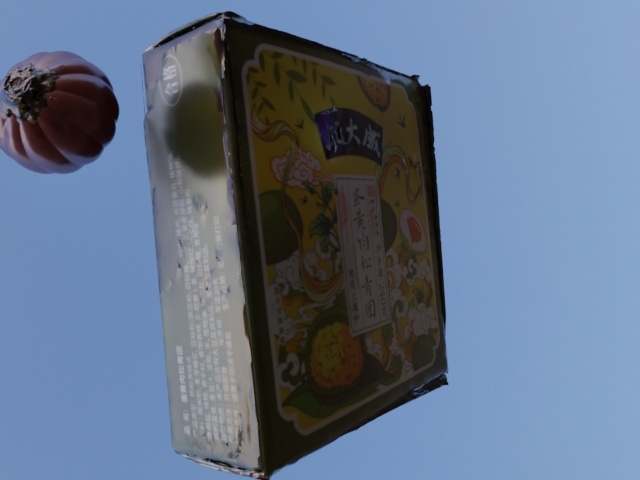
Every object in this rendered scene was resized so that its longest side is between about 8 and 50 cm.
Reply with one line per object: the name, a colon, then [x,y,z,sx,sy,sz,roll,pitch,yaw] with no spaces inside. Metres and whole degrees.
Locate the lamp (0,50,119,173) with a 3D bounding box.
lamp: [-0.225,-0.108,0.495,0.108,0.107,0.092,-58,-22,-10]

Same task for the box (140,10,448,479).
box: [0.000,0.000,0.672,0.373,0.138,0.421,-5,-90,-51]
